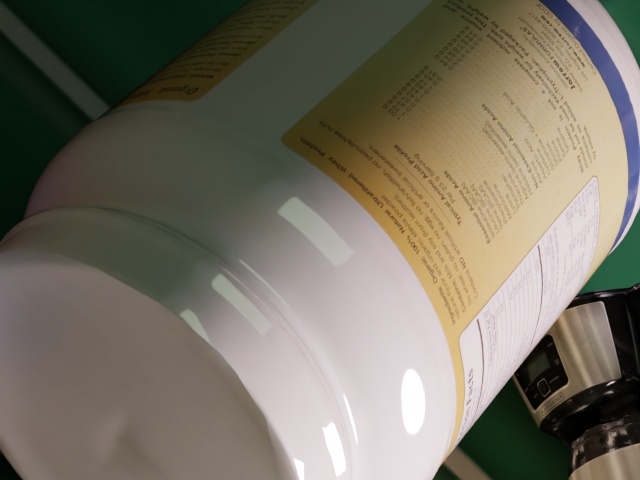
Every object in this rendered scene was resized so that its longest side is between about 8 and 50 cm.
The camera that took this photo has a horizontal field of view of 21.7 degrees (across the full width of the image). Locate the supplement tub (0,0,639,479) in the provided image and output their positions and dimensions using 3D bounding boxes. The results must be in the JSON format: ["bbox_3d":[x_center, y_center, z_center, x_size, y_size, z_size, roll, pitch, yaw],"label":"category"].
[{"bbox_3d":[0.000,0.000,0.813,0.228,0.228,0.316,43,50,4],"label":"supplement tub"}]

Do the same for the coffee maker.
[{"bbox_3d":[0.197,0.123,0.925,0.171,0.120,0.178,17,50,-47],"label":"coffee maker"}]
